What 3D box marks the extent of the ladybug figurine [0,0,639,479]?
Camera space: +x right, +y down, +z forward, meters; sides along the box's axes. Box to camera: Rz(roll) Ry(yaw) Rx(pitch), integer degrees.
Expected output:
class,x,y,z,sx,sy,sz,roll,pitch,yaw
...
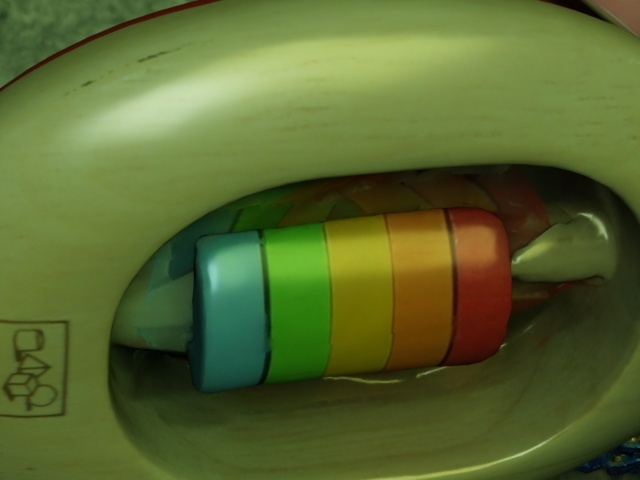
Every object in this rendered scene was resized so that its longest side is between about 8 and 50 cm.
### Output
class,x,y,z,sx,sy,sz,roll,pitch,yaw
ladybug figurine,0.000,0.000,0.763,0.449,0.305,0.162,-2,37,-15

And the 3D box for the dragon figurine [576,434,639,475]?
class,x,y,z,sx,sy,sz,roll,pitch,yaw
dragon figurine,0.256,0.050,0.928,0.289,0.085,0.144,-13,81,-22

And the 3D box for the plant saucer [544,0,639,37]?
class,x,y,z,sx,sy,sz,roll,pitch,yaw
plant saucer,0.119,-0.183,0.837,0.332,0.332,0.084,36,98,-8
